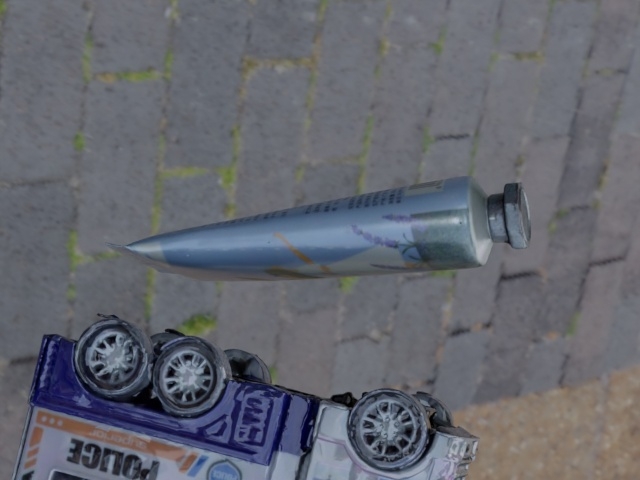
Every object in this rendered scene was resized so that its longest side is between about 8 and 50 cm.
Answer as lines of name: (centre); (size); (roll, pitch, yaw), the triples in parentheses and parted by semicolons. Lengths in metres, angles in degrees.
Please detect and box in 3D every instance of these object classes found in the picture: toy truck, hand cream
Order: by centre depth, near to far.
toy truck: (-0.046, 0.147, 0.796); (0.124, 0.268, 0.155); (31, 72, -73)
hand cream: (0.000, 0.000, 0.837); (0.091, 0.271, 0.058); (31, 54, -69)
